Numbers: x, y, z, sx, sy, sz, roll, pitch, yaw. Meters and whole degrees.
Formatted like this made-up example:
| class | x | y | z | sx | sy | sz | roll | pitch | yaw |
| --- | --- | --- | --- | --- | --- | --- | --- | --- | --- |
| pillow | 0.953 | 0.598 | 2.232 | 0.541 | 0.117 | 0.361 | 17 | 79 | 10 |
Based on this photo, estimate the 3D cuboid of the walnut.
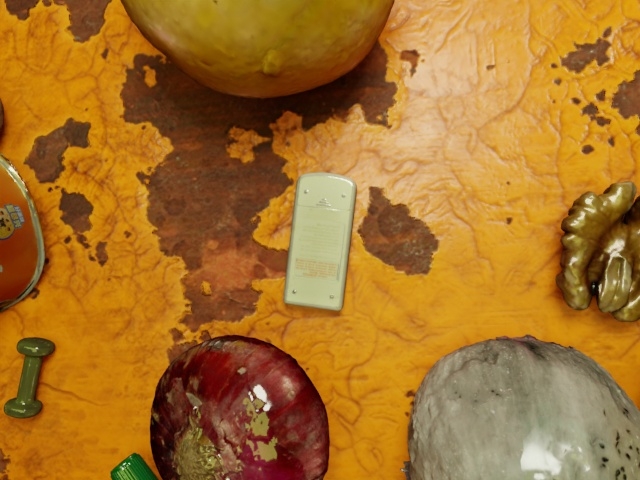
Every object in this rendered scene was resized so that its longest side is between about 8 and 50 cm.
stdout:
| class | x | y | z | sx | sy | sz | roll | pitch | yaw |
| --- | --- | --- | --- | --- | --- | --- | --- | --- | --- |
| walnut | 0.366 | 0.012 | 0.603 | 0.143 | 0.069 | 0.170 | 17 | 94 | 6 |

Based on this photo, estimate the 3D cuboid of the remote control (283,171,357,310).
| class | x | y | z | sx | sy | sz | roll | pitch | yaw |
| --- | --- | --- | --- | --- | --- | --- | --- | --- | --- |
| remote control | 0.000 | 0.000 | 0.672 | 0.088 | 0.029 | 0.189 | 6 | 91 | 7 |

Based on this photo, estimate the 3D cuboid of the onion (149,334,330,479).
| class | x | y | z | sx | sy | sz | roll | pitch | yaw |
| --- | --- | --- | --- | --- | --- | --- | --- | --- | --- |
| onion | -0.101 | 0.239 | 0.610 | 0.247 | 0.190 | 0.246 | -2 | 85 | 31 |

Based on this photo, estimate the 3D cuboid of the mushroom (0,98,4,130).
| class | x | y | z | sx | sy | sz | roll | pitch | yaw |
| --- | --- | --- | --- | --- | --- | --- | --- | --- | --- |
| mushroom | -0.551 | -0.204 | 0.719 | 0.135 | 0.080 | 0.170 | -28 | 94 | 2 |

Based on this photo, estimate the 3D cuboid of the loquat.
| class | x | y | z | sx | sy | sz | roll | pitch | yaw |
| --- | --- | --- | --- | --- | --- | --- | --- | --- | --- |
| loquat | -0.064 | -0.319 | 0.525 | 0.329 | 0.359 | 0.328 | -3 | 107 | -9 |

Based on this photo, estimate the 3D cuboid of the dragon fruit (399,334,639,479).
| class | x | y | z | sx | sy | sz | roll | pitch | yaw |
| --- | --- | --- | --- | --- | --- | --- | --- | --- | --- |
| dragon fruit | 0.248 | 0.234 | 0.549 | 0.283 | 0.221 | 0.203 | 11 | 98 | 10 |

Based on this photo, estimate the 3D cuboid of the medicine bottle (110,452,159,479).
| class | x | y | z | sx | sy | sz | roll | pitch | yaw |
| --- | --- | --- | --- | --- | --- | --- | --- | --- | --- |
| medicine bottle | -0.209 | 0.424 | 0.687 | 0.095 | 0.064 | 0.260 | -38 | 85 | 6 |

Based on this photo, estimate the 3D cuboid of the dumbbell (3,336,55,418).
| class | x | y | z | sx | sy | sz | roll | pitch | yaw |
| --- | --- | --- | --- | --- | --- | --- | --- | --- | --- |
| dumbbell | -0.441 | 0.207 | 0.725 | 0.052 | 0.046 | 0.117 | 13 | 92 | 2 |

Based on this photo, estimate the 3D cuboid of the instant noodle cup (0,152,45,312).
| class | x | y | z | sx | sy | sz | roll | pitch | yaw |
| --- | --- | --- | --- | --- | --- | --- | --- | --- | --- |
| instant noodle cup | -0.561 | 0.003 | 0.622 | 0.297 | 0.214 | 0.296 | 2 | 106 | 8 |
